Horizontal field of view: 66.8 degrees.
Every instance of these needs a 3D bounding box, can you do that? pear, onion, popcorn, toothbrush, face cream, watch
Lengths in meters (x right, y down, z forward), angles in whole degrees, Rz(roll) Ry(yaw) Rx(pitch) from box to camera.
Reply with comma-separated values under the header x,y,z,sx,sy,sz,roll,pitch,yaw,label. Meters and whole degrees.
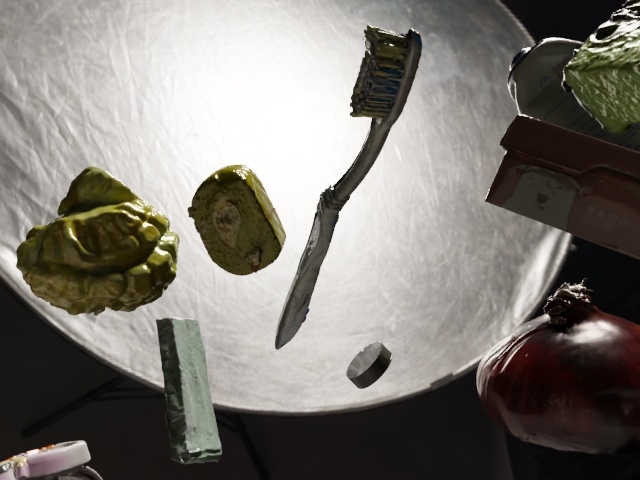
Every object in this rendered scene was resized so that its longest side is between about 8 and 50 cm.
x,y,z,sx,sy,sz,roll,pitch,yaw,label
0.492,-0.249,0.609,0.164,0.238,0.255,42,3,-20,pear
0.454,0.214,0.866,0.347,0.347,0.286,-9,91,-40,onion
-0.206,0.016,0.470,0.135,0.162,0.141,24,33,22,popcorn
0.000,0.000,0.453,0.042,0.413,0.035,4,49,-15,toothbrush
0.555,-0.285,0.997,0.137,0.235,0.420,35,15,-50,face cream
-0.556,0.525,0.928,0.244,0.196,0.231,4,73,-61,watch

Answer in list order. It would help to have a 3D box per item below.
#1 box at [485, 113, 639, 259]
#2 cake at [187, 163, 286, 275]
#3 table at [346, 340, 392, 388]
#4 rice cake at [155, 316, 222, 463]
x,y,z,sx,sy,sz,roll,pitch,yaw,label
0.291,-0.045,0.507,0.215,0.086,0.215,26,15,19,box
-0.205,-0.048,1.188,0.156,0.179,0.261,-87,152,-72,cake
0.132,0.338,1.324,0.043,0.133,0.133,46,35,-8,table
-0.197,0.212,0.717,0.085,0.040,0.226,43,25,-57,rice cake
